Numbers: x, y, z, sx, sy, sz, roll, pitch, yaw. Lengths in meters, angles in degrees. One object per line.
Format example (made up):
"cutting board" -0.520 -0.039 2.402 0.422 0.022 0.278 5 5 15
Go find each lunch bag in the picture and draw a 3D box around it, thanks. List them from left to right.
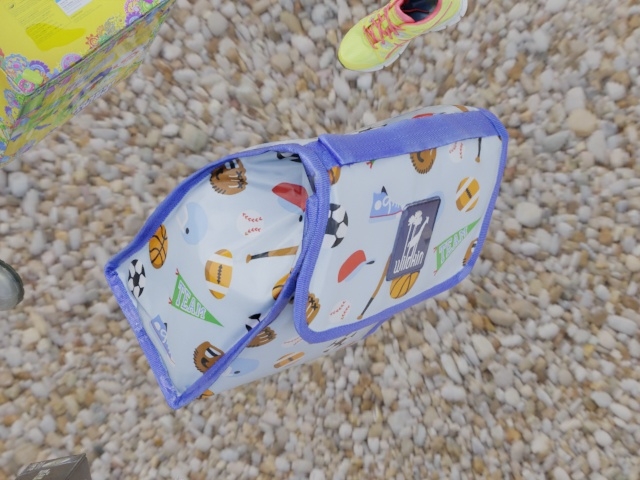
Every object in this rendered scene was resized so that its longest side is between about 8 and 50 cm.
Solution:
"lunch bag" 0.000 0.000 1.210 0.385 0.328 0.239 -44 71 41

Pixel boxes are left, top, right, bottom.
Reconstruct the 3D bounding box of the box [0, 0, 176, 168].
"box" -0.390 -0.291 1.548 0.177 0.279 0.290 48 61 -2

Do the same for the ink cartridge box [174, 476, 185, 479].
"ink cartridge box" -0.166 0.331 1.119 0.135 0.056 0.099 -44 88 1

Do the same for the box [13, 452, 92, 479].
"box" -0.322 0.372 1.324 0.078 0.147 0.180 -11 93 0

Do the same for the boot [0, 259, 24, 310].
"boot" -0.510 0.083 1.345 0.247 0.161 0.083 6 122 16

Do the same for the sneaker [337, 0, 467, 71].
"sneaker" 0.109 -0.322 1.578 0.208 0.094 0.081 -30 80 16
